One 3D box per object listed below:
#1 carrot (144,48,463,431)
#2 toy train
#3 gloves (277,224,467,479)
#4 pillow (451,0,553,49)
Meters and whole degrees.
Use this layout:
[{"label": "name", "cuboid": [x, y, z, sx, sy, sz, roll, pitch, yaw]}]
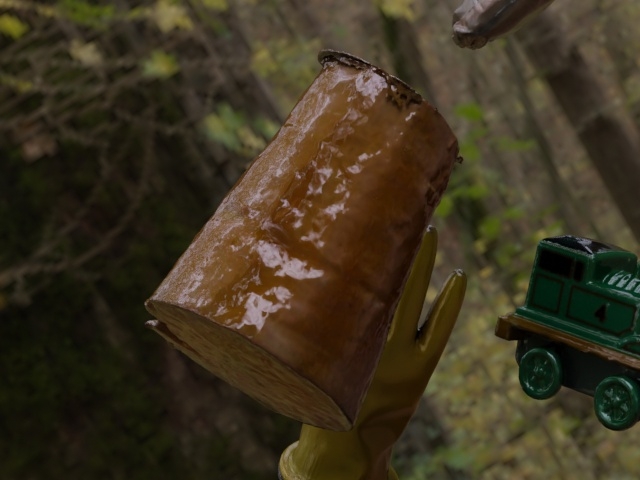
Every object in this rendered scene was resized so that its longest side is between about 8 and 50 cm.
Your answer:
[{"label": "carrot", "cuboid": [0.000, 0.000, 1.449, 0.254, 0.196, 0.196, -59, 21, -13]}, {"label": "toy train", "cuboid": [0.237, 0.072, 1.456, 0.091, 0.136, 0.227, -1, 12, -44]}, {"label": "gloves", "cuboid": [0.048, 0.102, 1.658, 0.133, 0.294, 0.116, 15, 25, 3]}, {"label": "pillow", "cuboid": [0.192, -0.244, 1.665, 0.173, 0.067, 0.270, -41, 4, 13]}]
